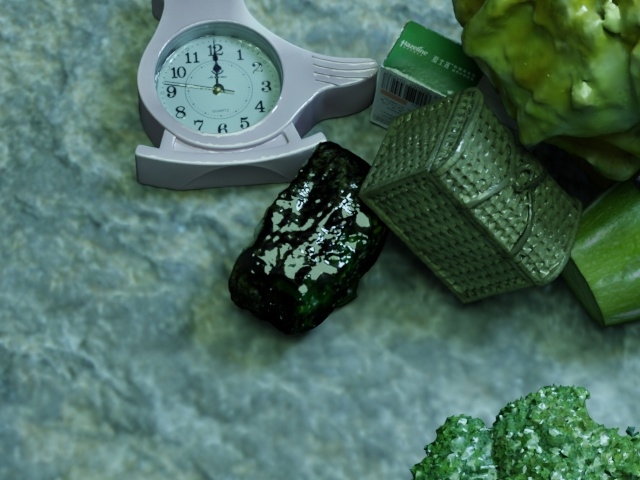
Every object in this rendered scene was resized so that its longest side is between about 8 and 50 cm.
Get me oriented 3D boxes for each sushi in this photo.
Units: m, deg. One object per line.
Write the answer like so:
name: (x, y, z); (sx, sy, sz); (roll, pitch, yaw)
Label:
sushi: (0.000, 0.000, 1.565); (0.127, 0.124, 0.225); (31, 66, 12)

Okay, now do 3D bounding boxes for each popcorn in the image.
popcorn: (0.293, -0.231, 1.449); (0.274, 0.279, 0.335); (-36, 94, -14)

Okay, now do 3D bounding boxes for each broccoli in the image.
broccoli: (0.242, 0.309, 1.364); (0.413, 0.321, 0.310); (-35, 64, 1)

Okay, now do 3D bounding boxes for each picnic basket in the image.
picnic basket: (0.173, -0.049, 1.527); (0.196, 0.154, 0.134); (44, 50, -23)

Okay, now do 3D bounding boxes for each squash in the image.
squash: (0.341, 0.021, 1.564); (0.123, 0.170, 0.170); (-30, 71, -1)

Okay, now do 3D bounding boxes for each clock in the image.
clock: (-0.076, -0.201, 1.672); (0.290, 0.080, 0.275); (-1, 67, -5)

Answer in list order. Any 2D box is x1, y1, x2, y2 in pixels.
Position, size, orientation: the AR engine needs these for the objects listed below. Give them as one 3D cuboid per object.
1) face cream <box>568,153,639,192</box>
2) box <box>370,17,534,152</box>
face cream: (0.286, -0.178, 1.683); (0.078, 0.078, 0.273); (-34, 73, -16)
box: (0.164, -0.158, 1.637); (0.199, 0.135, 0.081); (29, 68, 8)
